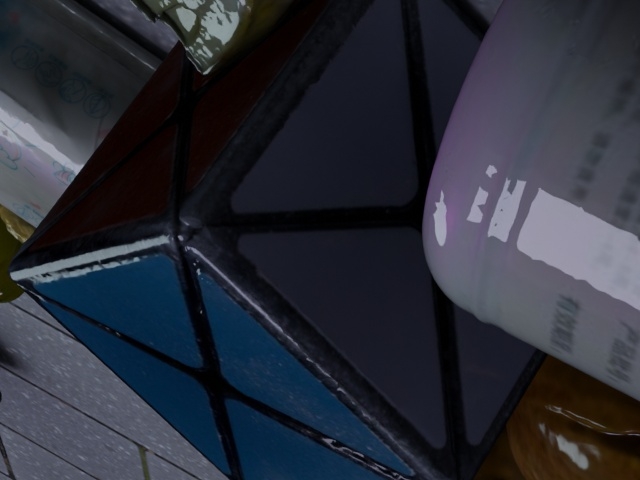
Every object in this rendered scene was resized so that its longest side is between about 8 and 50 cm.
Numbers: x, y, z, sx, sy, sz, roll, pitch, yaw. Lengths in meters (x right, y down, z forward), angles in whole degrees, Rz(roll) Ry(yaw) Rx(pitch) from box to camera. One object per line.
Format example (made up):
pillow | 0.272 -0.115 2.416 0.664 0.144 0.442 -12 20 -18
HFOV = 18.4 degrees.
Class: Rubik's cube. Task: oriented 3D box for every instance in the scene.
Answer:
Rubik's cube | 0.000 0.000 1.261 0.260 0.255 0.259 42 155 -18

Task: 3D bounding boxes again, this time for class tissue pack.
tissue pack | -0.171 -0.068 1.518 0.271 0.124 0.201 34 160 -1

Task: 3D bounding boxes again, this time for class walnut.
walnut | 0.236 0.120 1.261 0.336 0.209 0.209 19 152 34

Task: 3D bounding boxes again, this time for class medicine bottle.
medicine bottle | 0.228 -0.019 0.954 0.302 0.241 0.241 27 155 15

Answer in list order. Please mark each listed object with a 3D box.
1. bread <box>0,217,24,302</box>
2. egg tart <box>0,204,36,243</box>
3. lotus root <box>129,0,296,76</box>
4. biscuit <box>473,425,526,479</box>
bread | -0.355 -0.091 1.714 0.166 0.112 0.383 24 154 30
egg tart | -0.204 -0.010 1.678 0.191 0.074 0.191 46 180 0
lotus root | -0.091 -0.216 1.123 0.235 0.138 0.119 42 150 -16
biscuit | 0.220 0.232 1.382 0.296 0.296 0.102 18 161 32
